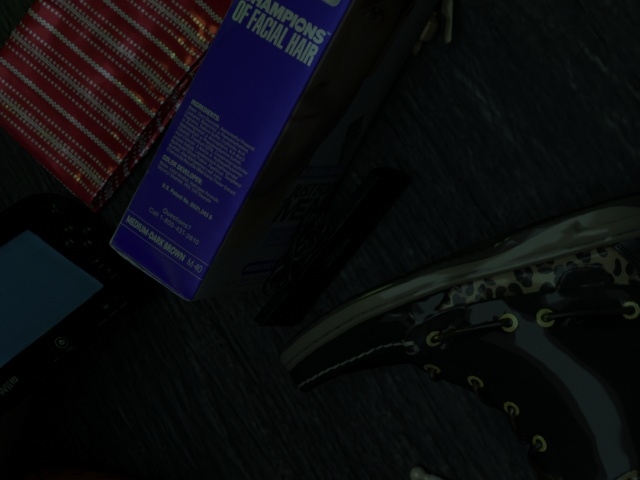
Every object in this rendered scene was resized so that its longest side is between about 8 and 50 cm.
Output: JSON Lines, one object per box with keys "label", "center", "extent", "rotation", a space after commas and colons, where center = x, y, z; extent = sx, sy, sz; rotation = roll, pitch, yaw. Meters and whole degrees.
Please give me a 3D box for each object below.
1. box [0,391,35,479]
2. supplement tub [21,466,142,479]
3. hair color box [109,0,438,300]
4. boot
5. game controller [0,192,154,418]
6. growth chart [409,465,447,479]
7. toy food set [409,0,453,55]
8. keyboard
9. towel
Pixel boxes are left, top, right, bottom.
{"label": "box", "center": [-0.420, 0.284, 1.344], "extent": [0.168, 0.215, 0.345], "rotation": [17, 98, -3]}
{"label": "supplement tub", "center": [-0.245, 0.407, 1.317], "extent": [0.207, 0.207, 0.338], "rotation": [15, 96, 17]}
{"label": "hair color box", "center": [-0.035, -0.116, 1.224], "extent": [0.110, 0.185, 0.339], "rotation": [33, 105, 19]}
{"label": "boot", "center": [0.172, 0.144, 1.212], "extent": [0.377, 0.138, 0.284], "rotation": [-22, 86, 12]}
{"label": "game controller", "center": [-0.298, 0.065, 1.278], "extent": [0.166, 0.319, 0.067], "rotation": [29, 131, 16]}
{"label": "growth chart", "center": [0.099, 0.337, 1.300], "extent": [0.172, 0.021, 0.237], "rotation": [28, 101, 15]}
{"label": "toy food set", "center": [0.071, -0.213, 1.285], "extent": [0.122, 0.019, 0.078], "rotation": [4, 93, 25]}
{"label": "keyboard", "center": [0.000, 0.000, 1.277], "extent": [0.038, 0.100, 0.192], "rotation": [43, 103, 22]}
{"label": "towel", "center": [-0.219, -0.191, 1.373], "extent": [0.199, 0.031, 0.275], "rotation": [42, 104, 13]}
